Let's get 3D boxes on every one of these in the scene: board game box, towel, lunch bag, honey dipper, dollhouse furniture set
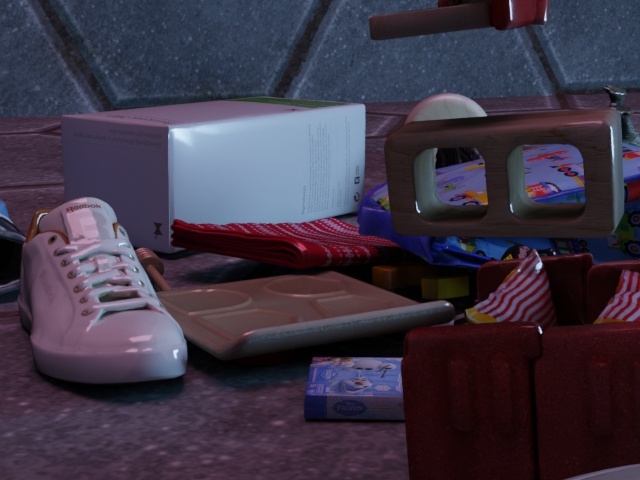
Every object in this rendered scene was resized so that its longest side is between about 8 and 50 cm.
[{"bbox_3d":[0.035,0.105,0.851,0.090,0.020,0.090,1,11,2],"label":"board game box"},{"bbox_3d":[0.000,0.000,1.266,0.198,0.031,0.274,10,8,40],"label":"towel"},{"bbox_3d":[0.181,-0.027,1.172,0.293,0.138,0.221,-1,12,-14],"label":"lunch bag"},{"bbox_3d":[-0.157,0.041,1.167,0.030,0.031,0.160,-5,16,-21],"label":"honey dipper"},{"bbox_3d":[0.138,-0.040,0.688,0.152,0.374,0.201,-1,12,21],"label":"dollhouse furniture set"}]

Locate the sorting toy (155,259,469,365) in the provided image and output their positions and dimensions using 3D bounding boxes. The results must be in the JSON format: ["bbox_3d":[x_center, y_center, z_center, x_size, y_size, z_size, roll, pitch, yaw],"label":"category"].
[{"bbox_3d":[0.009,0.062,1.039,0.307,0.041,0.229,-6,9,-30],"label":"sorting toy"}]

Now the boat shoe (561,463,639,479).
[{"bbox_3d":[0.056,0.153,0.432,0.302,0.091,0.114,-9,-6,-26],"label":"boat shoe"}]

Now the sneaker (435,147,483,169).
[{"bbox_3d":[0.235,-0.095,1.633,0.130,0.109,0.286,4,13,-3],"label":"sneaker"}]

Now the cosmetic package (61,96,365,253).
[{"bbox_3d":[-0.124,-0.092,1.500,0.196,0.155,0.365,10,14,36],"label":"cosmetic package"}]

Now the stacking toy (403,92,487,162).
[{"bbox_3d":[0.210,-0.175,1.980,0.141,0.141,0.330,1,7,6],"label":"stacking toy"}]

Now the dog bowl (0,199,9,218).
[{"bbox_3d":[-0.467,0.001,1.255,0.297,0.074,0.166,-4,12,-20],"label":"dog bowl"}]

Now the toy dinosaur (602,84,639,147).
[{"bbox_3d":[0.420,-0.106,1.592,0.313,0.160,0.121,9,28,-15],"label":"toy dinosaur"}]

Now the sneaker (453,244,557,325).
[{"bbox_3d":[0.157,0.043,0.988,0.063,0.075,0.170,-7,4,37],"label":"sneaker"}]

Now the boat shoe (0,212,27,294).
[{"bbox_3d":[-0.411,0.011,1.079,0.335,0.121,0.119,-10,13,-42],"label":"boat shoe"}]

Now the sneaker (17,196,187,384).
[{"bbox_3d":[-0.191,0.034,0.964,0.105,0.123,0.290,-5,13,-29],"label":"sneaker"}]
